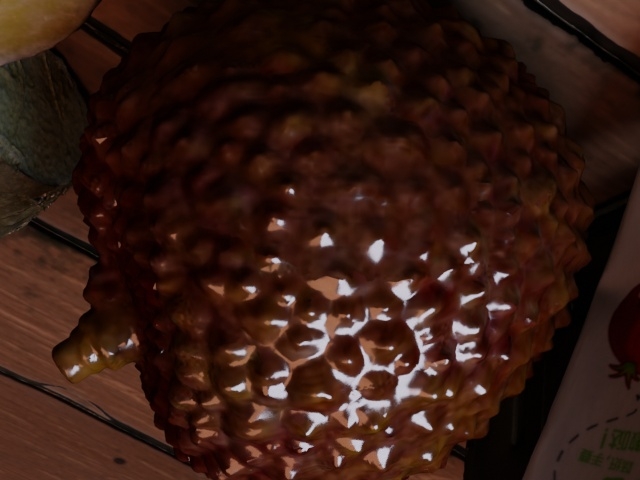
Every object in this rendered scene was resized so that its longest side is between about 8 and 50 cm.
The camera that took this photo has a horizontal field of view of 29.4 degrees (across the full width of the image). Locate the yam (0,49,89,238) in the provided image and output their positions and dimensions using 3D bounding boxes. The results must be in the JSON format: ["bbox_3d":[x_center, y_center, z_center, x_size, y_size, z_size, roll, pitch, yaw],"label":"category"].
[{"bbox_3d":[-0.223,-0.048,0.782,0.183,0.107,0.107,-27,125,37],"label":"yam"}]

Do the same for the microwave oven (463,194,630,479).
[{"bbox_3d":[0.249,0.152,0.669,0.333,0.394,0.247,-25,126,33],"label":"microwave oven"}]

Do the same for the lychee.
[{"bbox_3d":[0.000,0.000,0.652,0.304,0.275,0.275,-25,137,-14],"label":"lychee"}]

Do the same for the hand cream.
[{"bbox_3d":[0.176,0.029,0.609,0.076,0.336,0.121,33,161,-25],"label":"hand cream"}]

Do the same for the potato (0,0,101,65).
[{"bbox_3d":[-0.251,-0.194,0.624,0.299,0.116,0.239,6,142,-8],"label":"potato"}]
